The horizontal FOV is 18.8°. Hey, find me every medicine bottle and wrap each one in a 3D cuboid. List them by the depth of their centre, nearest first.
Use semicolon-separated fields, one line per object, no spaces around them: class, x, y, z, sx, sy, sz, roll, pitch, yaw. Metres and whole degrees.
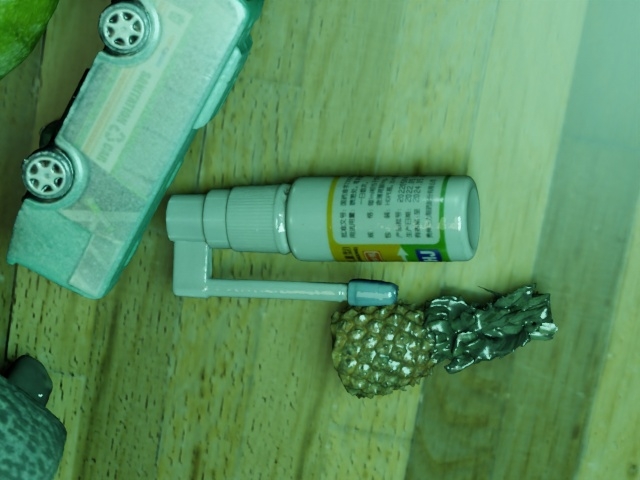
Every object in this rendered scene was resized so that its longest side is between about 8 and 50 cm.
medicine bottle;0.000;0.000;1.367;0.220;0.061;0.092;0;90;15

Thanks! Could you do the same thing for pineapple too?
pineapple;0.088;0.066;1.380;0.159;0.074;0.074;-12;104;7

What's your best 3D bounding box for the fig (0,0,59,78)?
fig;-0.275;-0.173;1.268;0.203;0.235;0.203;1;106;2

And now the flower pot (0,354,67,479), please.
flower pot;-0.343;0.144;1.343;0.282;0.299;0.299;33;107;-10

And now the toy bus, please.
toy bus;-0.133;-0.089;1.349;0.109;0.091;0.262;29;109;-2
